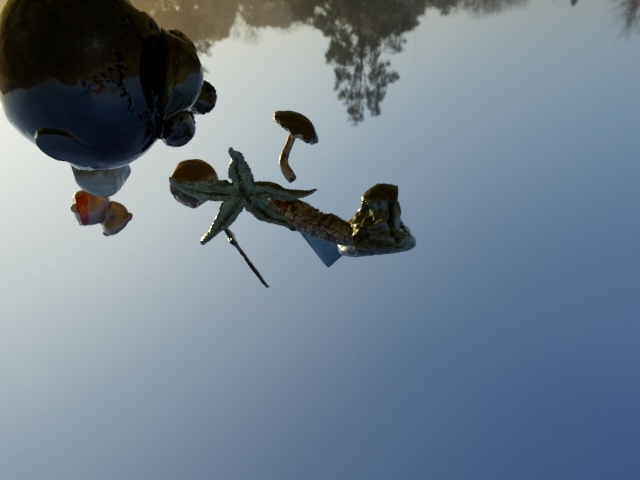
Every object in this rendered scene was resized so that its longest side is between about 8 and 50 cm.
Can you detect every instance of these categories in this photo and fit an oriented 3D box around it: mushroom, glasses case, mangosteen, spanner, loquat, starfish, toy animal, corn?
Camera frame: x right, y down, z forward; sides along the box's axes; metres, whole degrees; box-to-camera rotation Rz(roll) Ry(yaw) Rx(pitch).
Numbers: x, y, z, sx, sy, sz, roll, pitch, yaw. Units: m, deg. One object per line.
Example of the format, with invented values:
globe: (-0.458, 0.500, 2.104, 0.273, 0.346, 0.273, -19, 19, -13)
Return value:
mushroom: (-0.136, -0.440, 2.093, 0.233, 0.301, 0.208, 21, 173, -23)
glasses case: (0.000, 0.000, 2.050, 0.105, 0.266, 0.056, -40, -141, -5)
mangosteen: (-0.448, -0.322, 0.964, 0.421, 0.381, 0.381, 20, -149, -10)
spanner: (-0.319, 0.075, 1.989, 0.026, 0.325, 0.093, -35, -172, 2)
loquat: (-0.336, -0.149, 1.224, 0.113, 0.137, 0.137, 31, -136, 12)
starfish: (-0.180, -0.115, 1.136, 0.347, 0.358, 0.078, -3, -125, -12)
toy animal: (-0.795, -0.108, 1.667, 0.171, 0.198, 0.171, -30, -138, 31)
corn: (-0.030, -0.061, 1.391, 0.290, 0.098, 0.098, 21, -141, 14)

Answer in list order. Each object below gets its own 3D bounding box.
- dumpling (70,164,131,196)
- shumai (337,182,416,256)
dumpling: (-0.678, -0.212, 1.446, 0.162, 0.250, 0.132, -13, -111, -7)
shumai: (0.167, -0.058, 1.454, 0.225, 0.222, 0.261, -9, 176, -43)
